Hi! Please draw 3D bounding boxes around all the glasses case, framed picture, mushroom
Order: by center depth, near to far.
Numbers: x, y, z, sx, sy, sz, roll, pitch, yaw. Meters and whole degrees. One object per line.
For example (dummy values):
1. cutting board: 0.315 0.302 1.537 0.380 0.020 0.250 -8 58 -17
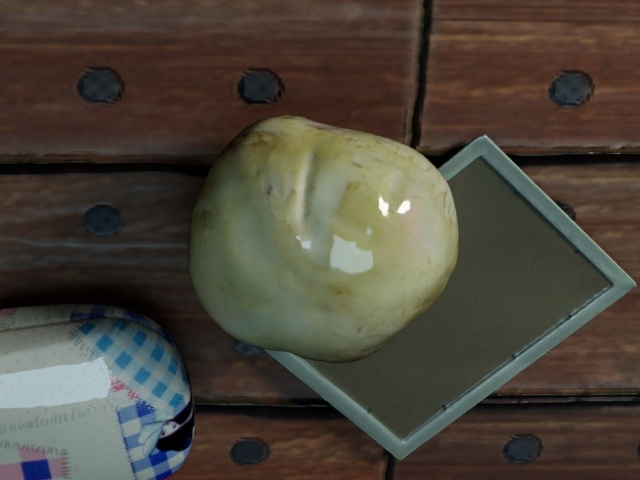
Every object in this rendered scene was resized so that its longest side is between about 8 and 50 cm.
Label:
1. mushroom: 0.000 0.000 0.953 0.148 0.112 0.148 3 119 6
2. glasses case: -0.234 0.109 1.028 0.327 0.076 0.125 -8 122 1
3. framed picture: 0.067 0.036 1.046 0.183 0.011 0.142 -39 118 19
